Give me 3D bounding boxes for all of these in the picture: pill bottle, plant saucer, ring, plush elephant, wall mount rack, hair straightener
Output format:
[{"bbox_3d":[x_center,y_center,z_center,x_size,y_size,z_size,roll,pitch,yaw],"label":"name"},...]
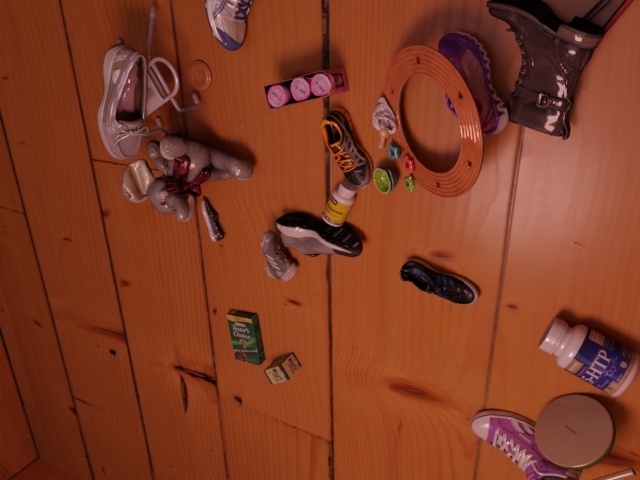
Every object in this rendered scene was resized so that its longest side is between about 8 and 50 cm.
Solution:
[{"bbox_3d":[0.053,-0.099,1.410,0.065,0.065,0.116,36,125,14],"label":"pill bottle"},{"bbox_3d":[0.601,0.256,1.199,0.187,0.112,0.111,29,123,18],"label":"pill bottle"},{"bbox_3d":[-0.348,-0.473,1.524,0.084,0.013,0.083,13,117,26],"label":"plant saucer"},{"bbox_3d":[0.241,-0.252,1.146,0.336,0.032,0.336,53,157,35],"label":"ring"},{"bbox_3d":[-0.410,-0.173,1.540,0.330,0.272,0.255,29,102,47],"label":"plush elephant"},{"bbox_3d":[-0.510,-0.483,1.550,0.350,0.130,0.304,-16,105,40],"label":"wall mount rack"},{"bbox_3d":[0.535,-0.469,0.933,0.089,0.047,0.230,39,138,6],"label":"hair straightener"}]

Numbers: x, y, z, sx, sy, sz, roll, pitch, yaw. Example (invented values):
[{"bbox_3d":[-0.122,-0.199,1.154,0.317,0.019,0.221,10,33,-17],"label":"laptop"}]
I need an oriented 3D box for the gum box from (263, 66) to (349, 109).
[{"bbox_3d":[-0.030,-0.377,1.311,0.189,0.107,0.062,-3,109,33],"label":"gum box"}]

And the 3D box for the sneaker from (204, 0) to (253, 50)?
[{"bbox_3d":[-0.207,-0.624,1.309,0.131,0.112,0.296,12,117,27],"label":"sneaker"}]

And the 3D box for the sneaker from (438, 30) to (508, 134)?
[{"bbox_3d":[0.302,-0.324,1.110,0.095,0.105,0.236,-27,86,61],"label":"sneaker"}]

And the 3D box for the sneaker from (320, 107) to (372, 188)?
[{"bbox_3d":[0.058,-0.225,1.340,0.084,0.083,0.214,-22,100,35],"label":"sneaker"}]

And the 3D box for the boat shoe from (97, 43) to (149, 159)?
[{"bbox_3d":[-0.531,-0.367,1.460,0.103,0.118,0.320,29,119,30],"label":"boat shoe"}]

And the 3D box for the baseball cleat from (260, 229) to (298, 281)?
[{"bbox_3d":[-0.117,0.048,1.564,0.110,0.072,0.205,19,148,14],"label":"baseball cleat"}]

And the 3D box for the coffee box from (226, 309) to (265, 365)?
[{"bbox_3d":[-0.254,0.330,1.808,0.113,0.040,0.184,7,114,30],"label":"coffee box"}]

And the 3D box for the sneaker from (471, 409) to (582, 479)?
[{"bbox_3d":[0.512,0.538,1.351,0.282,0.161,0.102,11,118,29],"label":"sneaker"}]

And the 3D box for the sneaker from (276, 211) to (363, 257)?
[{"bbox_3d":[0.000,0.000,1.478,0.272,0.100,0.107,17,128,32],"label":"sneaker"}]

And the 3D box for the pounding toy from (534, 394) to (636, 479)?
[{"bbox_3d":[0.624,0.491,1.247,0.183,0.236,0.110,-34,118,23],"label":"pounding toy"}]

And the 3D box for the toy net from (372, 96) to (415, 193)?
[{"bbox_3d":[0.163,-0.222,1.269,0.122,0.045,0.232,25,134,58],"label":"toy net"}]

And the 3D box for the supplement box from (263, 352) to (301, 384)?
[{"bbox_3d":[-0.124,0.420,1.741,0.083,0.083,0.056,-26,97,36],"label":"supplement box"}]

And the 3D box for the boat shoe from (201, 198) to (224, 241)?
[{"bbox_3d":[-0.343,-0.066,1.689,0.040,0.049,0.142,-16,96,0],"label":"boat shoe"}]

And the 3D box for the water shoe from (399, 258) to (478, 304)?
[{"bbox_3d":[0.295,0.118,1.346,0.203,0.080,0.072,25,122,21],"label":"water shoe"}]

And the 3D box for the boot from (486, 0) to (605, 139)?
[{"bbox_3d":[0.412,-0.342,1.061,0.263,0.091,0.228,43,143,31],"label":"boot"}]
